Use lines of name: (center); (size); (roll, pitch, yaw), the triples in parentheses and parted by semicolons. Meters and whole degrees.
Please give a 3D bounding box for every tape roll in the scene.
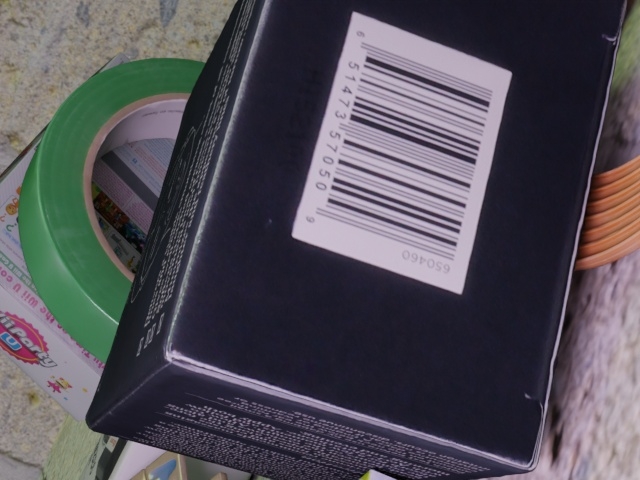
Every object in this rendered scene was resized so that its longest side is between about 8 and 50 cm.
tape roll: (-0.119, -0.019, 1.178); (0.077, 0.321, 0.321); (-47, 23, 51)

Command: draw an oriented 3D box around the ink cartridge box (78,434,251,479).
ink cartridge box: (-0.161, 0.228, 1.322); (0.307, 0.129, 0.223); (-63, 14, 13)

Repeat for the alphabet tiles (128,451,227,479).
alphabet tiles: (-0.172, 0.355, 1.107); (0.342, 0.011, 0.285); (-41, 46, 36)

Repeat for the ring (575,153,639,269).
ring: (0.214, -0.134, 0.737); (0.337, 0.032, 0.337); (-59, 14, 25)

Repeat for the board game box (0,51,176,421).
board game box: (-0.222, -0.009, 1.256); (0.097, 0.224, 0.303); (-27, 23, 43)

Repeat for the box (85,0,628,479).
box: (0.000, 0.000, 0.841); (0.395, 0.211, 0.294); (142, 145, -69)

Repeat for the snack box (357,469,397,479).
snack box: (0.000, 0.265, 0.781); (0.207, 0.070, 0.175); (-48, 23, 47)
